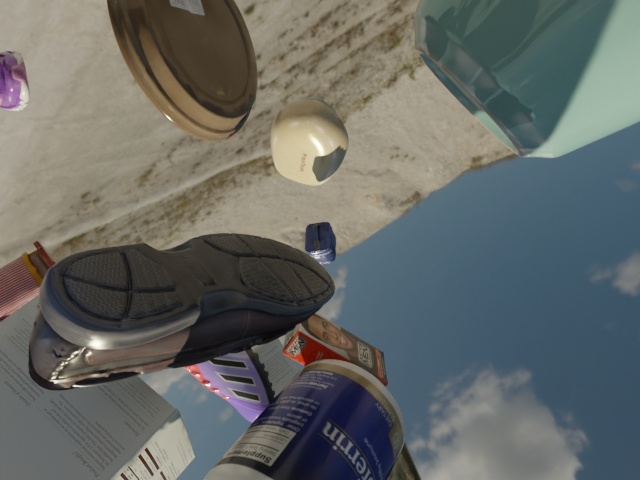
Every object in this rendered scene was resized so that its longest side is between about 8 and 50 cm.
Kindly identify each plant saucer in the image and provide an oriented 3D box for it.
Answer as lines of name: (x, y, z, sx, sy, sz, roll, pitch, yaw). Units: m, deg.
plant saucer: (-0.171, -0.279, 0.699, 0.041, 0.278, 0.278, -11, -158, 28)

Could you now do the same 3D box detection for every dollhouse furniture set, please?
dollhouse furniture set: (-0.659, 0.208, 1.222, 0.201, 0.374, 0.152, -37, -170, -22)

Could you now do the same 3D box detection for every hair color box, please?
hair color box: (0.021, 0.152, 0.680, 0.043, 0.141, 0.072, -54, -168, 20)

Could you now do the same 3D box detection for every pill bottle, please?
pill bottle: (-0.028, 0.254, 0.510, 0.153, 0.153, 0.264, -28, -174, 38)

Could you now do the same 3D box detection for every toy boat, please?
toy boat: (-0.084, -0.274, 1.218, 0.267, 0.318, 0.148, 117, -8, -59)

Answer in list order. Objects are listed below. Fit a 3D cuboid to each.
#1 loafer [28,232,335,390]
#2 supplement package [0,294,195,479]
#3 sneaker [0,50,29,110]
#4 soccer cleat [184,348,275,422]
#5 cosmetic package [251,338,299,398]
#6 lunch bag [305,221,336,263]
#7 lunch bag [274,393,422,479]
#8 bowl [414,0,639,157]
loafer: (-0.106, 0.059, 0.456, 0.302, 0.109, 0.095, -1, 133, -54)
supplement package: (-0.263, 0.202, 0.462, 0.203, 0.194, 0.149, -45, 157, -33)
sneaker: (-0.577, -0.267, 0.838, 0.236, 0.095, 0.104, 9, -166, 34)
soccer cleat: (-0.188, 0.178, 0.803, 0.108, 0.318, 0.116, -23, -169, 45)
cosmetic package: (-0.090, 0.307, 1.020, 0.117, 0.231, 0.085, -34, -169, -22)
lunch bag: (0.000, 0.000, 1.215, 0.067, 0.065, 0.099, -9, -126, 11)
lunch bag: (0.043, 0.374, 0.715, 0.168, 0.287, 0.235, -17, 139, -27)
bowl: (0.219, -0.210, 0.542, 0.163, 0.311, 0.311, -44, -172, 18)
